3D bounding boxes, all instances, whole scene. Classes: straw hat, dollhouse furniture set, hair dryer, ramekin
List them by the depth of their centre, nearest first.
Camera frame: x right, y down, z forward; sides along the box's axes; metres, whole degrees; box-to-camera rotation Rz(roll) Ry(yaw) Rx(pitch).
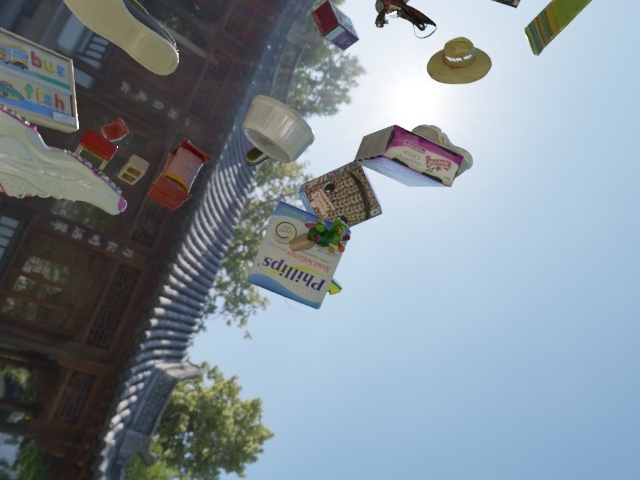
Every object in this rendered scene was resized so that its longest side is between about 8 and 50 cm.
[{"bbox_3d":[0.305,-0.411,1.025,0.144,0.061,0.145,-7,-122,12],"label":"straw hat"},{"bbox_3d":[-0.591,-0.291,1.583,0.152,0.374,0.201,-24,-139,45],"label":"dollhouse furniture set"},{"bbox_3d":[0.306,-0.833,1.699,0.080,0.223,0.294,113,-11,-59],"label":"hair dryer"},{"bbox_3d":[-0.163,-0.395,1.711,0.127,0.272,0.272,-58,-151,-9],"label":"ramekin"}]

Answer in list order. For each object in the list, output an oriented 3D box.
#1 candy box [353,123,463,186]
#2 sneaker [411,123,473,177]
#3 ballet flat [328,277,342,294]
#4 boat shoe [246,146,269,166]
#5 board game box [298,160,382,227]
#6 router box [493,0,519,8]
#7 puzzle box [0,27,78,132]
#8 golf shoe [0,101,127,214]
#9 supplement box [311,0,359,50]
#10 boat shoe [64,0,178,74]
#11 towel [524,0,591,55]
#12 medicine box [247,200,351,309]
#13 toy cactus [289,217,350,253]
[{"bbox_3d":[0.178,-0.175,1.006,0.233,0.159,0.071,-142,-106,-78],"label":"candy box"},{"bbox_3d":[0.432,-0.330,1.723,0.121,0.262,0.099,-41,161,-30],"label":"sneaker"},{"bbox_3d":[0.019,0.169,2.028,0.077,0.231,0.077,-31,-137,7],"label":"ballet flat"},{"bbox_3d":[-0.274,-0.426,2.241,0.223,0.080,0.073,-41,166,-34],"label":"boat shoe"},{"bbox_3d":[0.087,-0.178,1.999,0.290,0.232,0.141,-24,-161,12],"label":"board game box"},{"bbox_3d":[0.643,-0.845,1.577,0.122,0.092,0.038,-57,164,-29],"label":"router box"},{"bbox_3d":[-0.972,-0.524,1.472,0.052,0.409,0.272,-13,-98,25],"label":"puzzle box"},{"bbox_3d":[-0.505,-0.120,0.837,0.115,0.306,0.140,15,-110,56],"label":"golf shoe"},{"bbox_3d":[0.060,-0.804,1.754,0.080,0.188,0.104,-27,-100,28],"label":"supplement box"},{"bbox_3d":[-0.489,-0.547,1.139,0.116,0.324,0.097,-39,-142,20],"label":"boat shoe"},{"bbox_3d":[0.636,-0.602,1.209,0.237,0.102,0.021,-45,-136,11],"label":"towel"},{"bbox_3d":[-0.072,0.046,1.584,0.149,0.263,0.290,-138,-110,-85],"label":"medicine box"},{"bbox_3d":[0.000,0.000,1.368,0.180,0.219,0.112,-18,-96,13],"label":"toy cactus"}]
